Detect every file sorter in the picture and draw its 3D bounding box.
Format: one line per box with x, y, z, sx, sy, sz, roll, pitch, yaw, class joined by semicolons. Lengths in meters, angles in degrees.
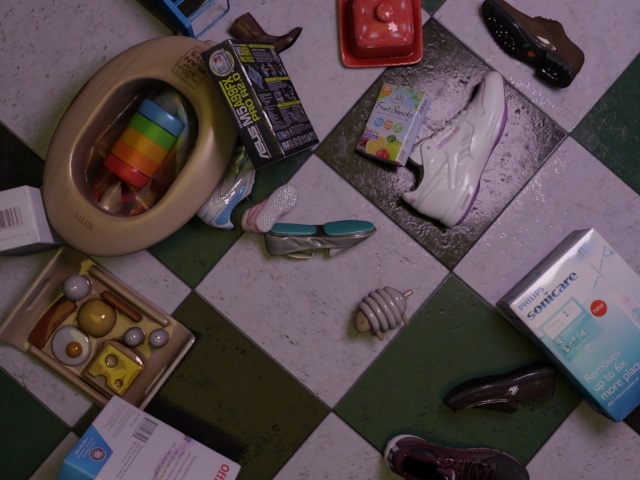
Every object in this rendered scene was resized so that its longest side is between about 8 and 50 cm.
-0.262;-0.476;1.647;0.104;0.118;0.170;-40;89;-4;file sorter

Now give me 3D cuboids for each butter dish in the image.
0.117;-0.415;1.649;0.160;0.118;0.160;-3;89;-1;butter dish

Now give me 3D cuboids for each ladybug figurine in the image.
-0.314;-0.171;1.612;0.305;0.162;0.449;38;90;4;ladybug figurine

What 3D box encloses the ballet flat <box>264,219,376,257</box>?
0.000;0.000;1.672;0.213;0.072;0.068;-1;116;0;ballet flat

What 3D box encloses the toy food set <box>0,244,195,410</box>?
-0.420;0.182;1.639;0.306;0.092;0.220;36;88;1;toy food set

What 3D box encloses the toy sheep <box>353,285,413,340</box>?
0.120;0.132;1.654;0.132;0.091;0.091;-33;89;-15;toy sheep

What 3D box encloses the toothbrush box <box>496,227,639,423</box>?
0.514;0.153;1.637;0.216;0.126;0.295;-42;88;-2;toothbrush box

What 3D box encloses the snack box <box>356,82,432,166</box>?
0.139;-0.219;1.660;0.100;0.037;0.141;23;88;37;snack box

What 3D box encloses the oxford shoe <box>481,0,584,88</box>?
0.408;-0.394;1.682;0.227;0.083;0.096;41;69;0;oxford shoe

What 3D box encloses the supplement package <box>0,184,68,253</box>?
-0.540;-0.032;1.598;0.105;0.179;0.105;-14;88;2;supplement package

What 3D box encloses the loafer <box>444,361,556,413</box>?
0.344;0.293;1.652;0.220;0.080;0.078;-15;92;2;loafer

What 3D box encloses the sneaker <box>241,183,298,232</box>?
-0.101;-0.060;1.664;0.134;0.070;0.051;-49;119;-39;sneaker

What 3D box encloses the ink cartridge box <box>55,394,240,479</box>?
-0.319;0.456;1.550;0.270;0.198;0.197;29;117;0;ink cartridge box

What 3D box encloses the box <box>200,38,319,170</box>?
-0.098;-0.246;1.556;0.060;0.270;0.216;-24;96;16;box

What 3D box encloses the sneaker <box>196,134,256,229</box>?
-0.152;-0.131;1.665;0.086;0.085;0.237;31;84;-27;sneaker

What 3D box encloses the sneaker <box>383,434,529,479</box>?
0.257;0.437;1.606;0.281;0.162;0.106;10;88;0;sneaker

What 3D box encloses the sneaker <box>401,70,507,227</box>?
0.253;-0.185;1.647;0.152;0.114;0.305;22;88;1;sneaker

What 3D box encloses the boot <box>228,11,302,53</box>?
-0.107;-0.407;1.688;0.106;0.037;0.114;-44;85;0;boot
